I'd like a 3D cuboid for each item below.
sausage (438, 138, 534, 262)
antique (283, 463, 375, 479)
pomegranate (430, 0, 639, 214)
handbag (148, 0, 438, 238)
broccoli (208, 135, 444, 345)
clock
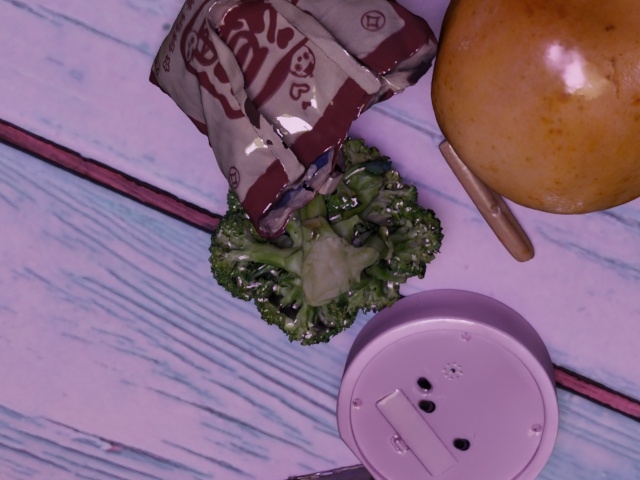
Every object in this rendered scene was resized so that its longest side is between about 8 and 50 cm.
[{"bbox_3d":[0.145,-0.034,1.202,0.024,0.024,0.132,-31,104,17],"label":"sausage"},{"bbox_3d":[-0.006,0.314,1.295,0.152,0.147,0.148,-15,111,12],"label":"antique"},{"bbox_3d":[0.192,-0.135,1.046,0.233,0.233,0.233,2,112,6],"label":"pomegranate"},{"bbox_3d":[-0.035,-0.148,1.095,0.127,0.235,0.213,23,113,-46],"label":"handbag"},{"bbox_3d":[0.000,0.000,1.167,0.195,0.156,0.195,-7,114,-16],"label":"broccoli"},{"bbox_3d":[0.115,0.146,1.254,0.196,0.068,0.197,3,112,7],"label":"clock"}]
